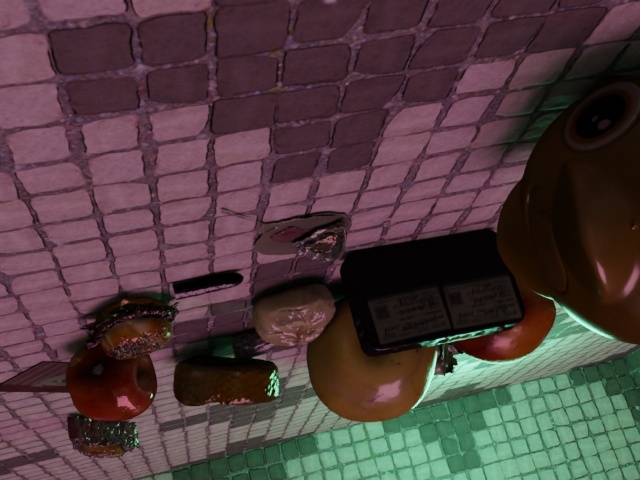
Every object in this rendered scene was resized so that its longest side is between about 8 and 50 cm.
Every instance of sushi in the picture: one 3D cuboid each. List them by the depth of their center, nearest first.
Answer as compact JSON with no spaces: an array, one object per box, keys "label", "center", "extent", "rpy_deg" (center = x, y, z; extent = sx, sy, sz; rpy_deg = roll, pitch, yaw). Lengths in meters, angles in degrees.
[{"label":"sushi","center":[-0.638,0.558,2.261],"extent":[0.241,0.108,0.161],"rpy_deg":[16,143,-41]}]

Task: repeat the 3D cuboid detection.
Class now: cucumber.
[{"label":"cucumber","center":[-0.208,0.083,1.482],"extent":[0.133,0.032,0.032],"rpy_deg":[-12,159,-8]},{"label":"cucumber","center":[-0.153,0.243,1.880],"extent":[0.111,0.064,0.064],"rpy_deg":[-16,159,1]}]

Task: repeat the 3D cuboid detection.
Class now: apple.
[{"label":"apple","center":[-0.441,0.290,1.655],"extent":[0.199,0.199,0.199],"rpy_deg":[-14,159,-5]}]

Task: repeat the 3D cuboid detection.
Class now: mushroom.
[{"label":"mushroom","center":[0.258,0.235,2.000],"extent":[0.164,0.190,0.267],"rpy_deg":[-7,-174,19]}]

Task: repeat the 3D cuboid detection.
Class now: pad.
[{"label":"pad","center":[-0.584,0.323,1.851],"extent":[0.202,0.005,0.299],"rpy_deg":[-27,156,27]}]

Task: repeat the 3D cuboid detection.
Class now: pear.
[{"label":"pear","center":[0.115,0.255,1.772],"extent":[0.309,0.309,0.309],"rpy_deg":[-14,159,-5]}]

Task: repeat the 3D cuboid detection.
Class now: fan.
[{"label":"fan","center":[-0.070,-0.018,1.354],"extent":[0.182,0.010,0.310],"rpy_deg":[-28,157,28]}]

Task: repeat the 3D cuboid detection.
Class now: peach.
[{"label":"peach","center":[0.415,0.164,1.826],"extent":[0.280,0.238,0.281],"rpy_deg":[1,172,0]}]

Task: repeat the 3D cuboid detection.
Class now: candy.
[{"label":"candy","center":[-0.226,0.341,1.912],"extent":[0.259,0.118,0.260],"rpy_deg":[1,178,0]}]

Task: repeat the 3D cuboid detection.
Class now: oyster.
[{"label":"oyster","center":[0.000,0.000,1.417],"extent":[0.100,0.037,0.098],"rpy_deg":[1,144,7]}]

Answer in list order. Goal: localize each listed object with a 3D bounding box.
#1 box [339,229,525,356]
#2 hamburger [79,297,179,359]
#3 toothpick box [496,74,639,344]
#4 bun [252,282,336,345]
[{"label":"box","center":[0.226,0.102,1.590],"extent":[0.350,0.211,0.058],"rpy_deg":[-8,160,-18]},{"label":"hamburger","center":[-0.357,0.172,1.514],"extent":[0.164,0.093,0.189],"rpy_deg":[3,154,-42]},{"label":"toothpick box","center":[0.506,-0.053,1.157],"extent":[0.425,0.409,0.409],"rpy_deg":[-15,159,-7]},{"label":"bun","center":[-0.054,0.161,1.678],"extent":[0.188,0.111,0.164],"rpy_deg":[-17,156,11]}]
